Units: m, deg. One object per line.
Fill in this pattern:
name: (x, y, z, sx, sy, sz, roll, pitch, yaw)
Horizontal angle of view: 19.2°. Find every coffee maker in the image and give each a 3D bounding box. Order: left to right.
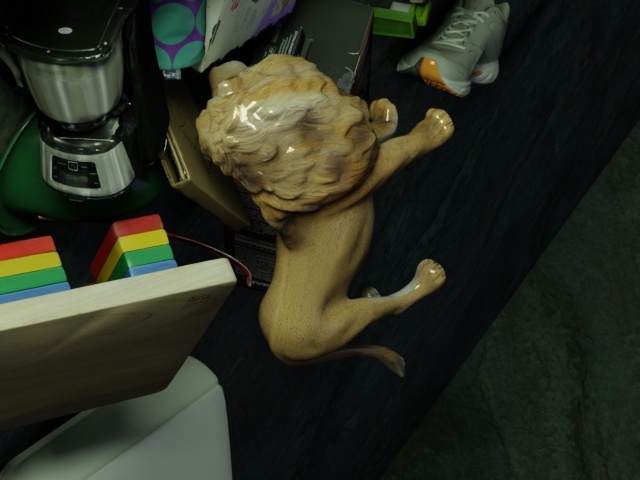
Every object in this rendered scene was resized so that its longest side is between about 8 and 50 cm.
coffee maker: (-0.178, -0.147, 1.553, 0.171, 0.120, 0.178, -46, 153, -27)

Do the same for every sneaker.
sneaker: (0.175, -0.260, 2.417, 0.262, 0.099, 0.121, -34, 144, -68)

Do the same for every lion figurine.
lion figurine: (0.000, 0.000, 1.763, 0.240, 0.142, 0.392, -27, 124, -38)

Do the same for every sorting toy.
sorting toy: (-0.238, 0.076, 1.693, 0.257, 0.089, 0.255, -12, 158, -26)

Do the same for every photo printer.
photo printer: (-0.235, 0.301, 2.110, 0.307, 0.107, 0.256, -34, 137, -37)

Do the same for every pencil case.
pencil case: (-0.133, -0.218, 1.610, 0.070, 0.064, 0.152, -13, 121, -21)

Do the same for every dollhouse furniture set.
dollhouse furniture set: (0.102, -0.306, 2.231, 0.076, 0.058, 0.152, 75, 30, -57)

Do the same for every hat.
hat: (-0.162, -0.038, 1.697, 0.208, 0.183, 0.173, -33, 152, -54)

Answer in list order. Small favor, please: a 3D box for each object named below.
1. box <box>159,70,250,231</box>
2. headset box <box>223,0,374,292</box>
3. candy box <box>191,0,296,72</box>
box: (-0.129, -0.102, 1.747, 0.021, 0.164, 0.201, -26, 164, 7)
headset box: (-0.023, -0.105, 1.984, 0.293, 0.110, 0.218, 92, 13, -59)
candy box: (-0.070, -0.263, 1.725, 0.196, 0.070, 0.165, -42, 158, -57)
